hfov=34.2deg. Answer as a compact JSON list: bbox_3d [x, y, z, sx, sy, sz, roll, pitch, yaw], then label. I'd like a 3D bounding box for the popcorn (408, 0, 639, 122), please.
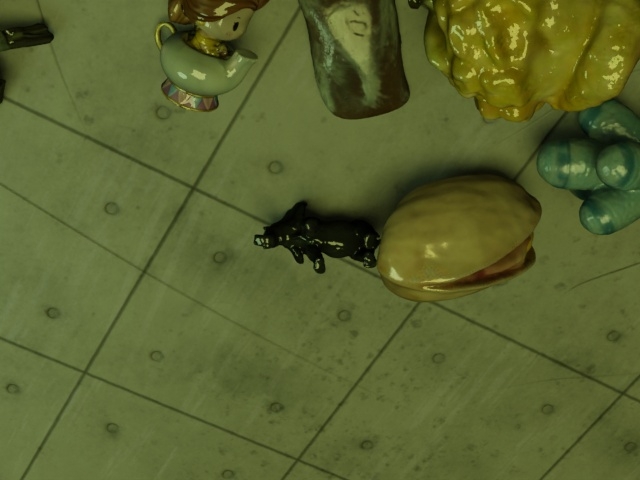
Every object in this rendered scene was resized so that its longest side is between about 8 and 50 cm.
[{"bbox_3d":[0.333,-0.348,1.542,0.382,0.349,0.349,8,128,31],"label":"popcorn"}]

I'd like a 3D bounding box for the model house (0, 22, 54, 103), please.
[{"bbox_3d":[-0.581,-0.269,1.721,0.279,0.218,0.205,-18,83,-26],"label":"model house"}]

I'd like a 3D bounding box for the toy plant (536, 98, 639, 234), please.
[{"bbox_3d":[0.534,-0.122,1.768,0.332,0.247,0.247,4,122,-1],"label":"toy plant"}]

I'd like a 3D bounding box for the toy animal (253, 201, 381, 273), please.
[{"bbox_3d":[-0.003,0.005,1.880,0.245,0.146,0.114,14,102,-13],"label":"toy animal"}]

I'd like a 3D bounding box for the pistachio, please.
[{"bbox_3d":[0.238,0.004,1.835,0.309,0.230,0.230,-11,124,-14],"label":"pistachio"}]

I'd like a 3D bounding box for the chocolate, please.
[{"bbox_3d":[0.059,-0.310,1.718,0.157,0.080,0.254,-10,122,6],"label":"chocolate"}]

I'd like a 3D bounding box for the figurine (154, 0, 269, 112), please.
[{"bbox_3d":[-0.175,-0.344,1.661,0.189,0.142,0.263,28,120,9],"label":"figurine"}]
